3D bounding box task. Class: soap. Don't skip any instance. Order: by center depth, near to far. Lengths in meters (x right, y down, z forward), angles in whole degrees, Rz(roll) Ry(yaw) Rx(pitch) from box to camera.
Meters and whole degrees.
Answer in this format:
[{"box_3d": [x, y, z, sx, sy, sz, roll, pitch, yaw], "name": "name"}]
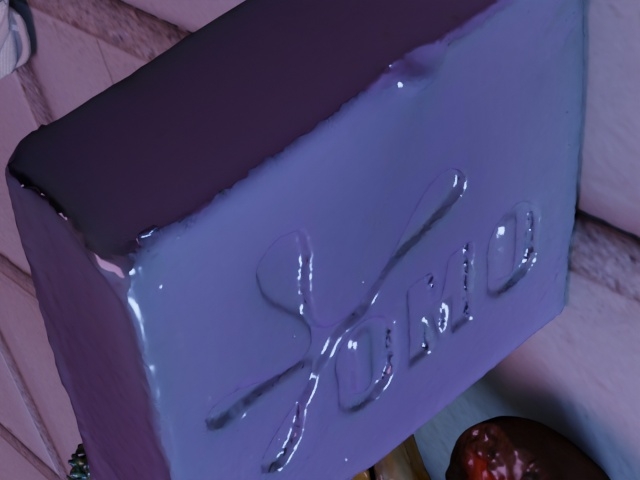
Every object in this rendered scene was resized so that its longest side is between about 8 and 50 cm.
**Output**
[{"box_3d": [0.000, 0.000, 0.813, 0.107, 0.296, 0.285, 36, 152, 32], "name": "soap"}]

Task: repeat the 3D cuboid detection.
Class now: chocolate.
[{"box_3d": [0.132, 0.176, 1.004, 0.124, 0.127, 0.133, -10, 83, 38], "name": "chocolate"}]

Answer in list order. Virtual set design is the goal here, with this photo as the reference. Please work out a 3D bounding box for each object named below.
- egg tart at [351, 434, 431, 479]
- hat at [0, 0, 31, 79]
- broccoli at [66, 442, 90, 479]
[{"box_3d": [0.034, 0.183, 1.130, 0.279, 0.095, 0.279, 160, 90, -89], "name": "egg tart"}, {"box_3d": [-0.365, -0.236, 1.399, 0.219, 0.164, 0.226, 47, 134, 22], "name": "hat"}, {"box_3d": [-0.213, 0.282, 1.742, 0.154, 0.160, 0.167, 32, 170, 11], "name": "broccoli"}]
